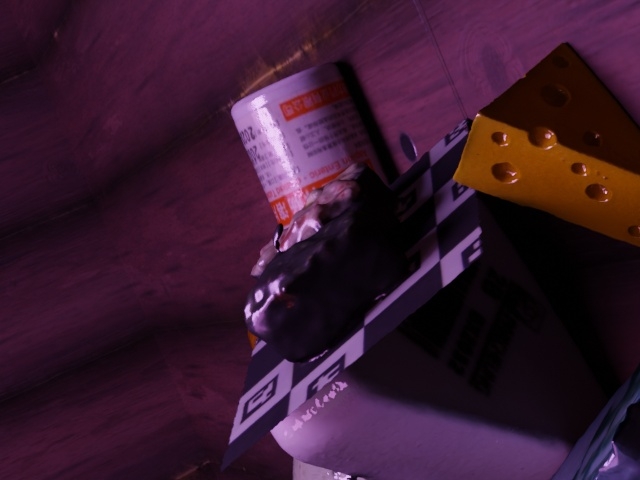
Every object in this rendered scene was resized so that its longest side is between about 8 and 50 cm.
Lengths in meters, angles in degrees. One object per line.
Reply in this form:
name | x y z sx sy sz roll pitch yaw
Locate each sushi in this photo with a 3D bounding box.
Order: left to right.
sushi | 0.000 0.000 1.301 0.100 0.296 0.373 44 -161 -13

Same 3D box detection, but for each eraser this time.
eraser | 0.110 0.088 1.419 0.150 0.331 0.331 -50 63 40

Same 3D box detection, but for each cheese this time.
cheese | 0.222 -0.061 1.193 0.171 0.126 0.093 39 147 16

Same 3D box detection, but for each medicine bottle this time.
medicine bottle | 0.004 -0.070 1.675 0.252 0.144 0.144 66 162 -4

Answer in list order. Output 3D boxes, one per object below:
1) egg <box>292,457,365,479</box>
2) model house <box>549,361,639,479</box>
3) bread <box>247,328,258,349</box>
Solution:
egg | 0.114 0.285 1.590 0.287 0.288 0.379 150 107 -72
model house | 0.331 0.288 1.161 0.329 0.252 0.295 35 128 11
bread | -0.018 0.156 2.050 0.174 0.121 0.245 67 160 1
